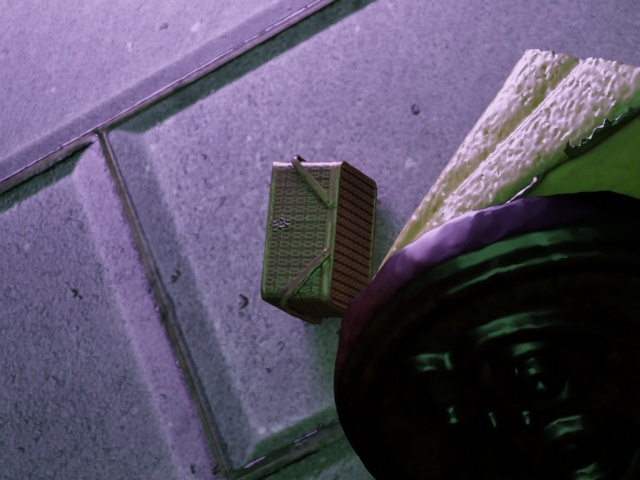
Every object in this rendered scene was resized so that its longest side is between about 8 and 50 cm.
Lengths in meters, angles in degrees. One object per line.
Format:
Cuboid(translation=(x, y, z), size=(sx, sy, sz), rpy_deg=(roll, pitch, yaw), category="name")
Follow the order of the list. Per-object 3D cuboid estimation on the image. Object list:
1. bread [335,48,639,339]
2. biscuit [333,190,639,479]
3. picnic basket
Cuboid(translation=(0.208, 0.075, 1.693), size=(0.405, 0.345, 0.242), rpy_deg=(-52, 37, -3), category="bread")
Cuboid(translation=(0.214, 0.129, 1.668), size=(0.407, 0.407, 0.091), rpy_deg=(-24, 39, 17), category="biscuit")
Cuboid(translation=(0.000, 0.000, 1.937), size=(0.079, 0.115, 0.164), rpy_deg=(0, 78, 21), category="picnic basket")
